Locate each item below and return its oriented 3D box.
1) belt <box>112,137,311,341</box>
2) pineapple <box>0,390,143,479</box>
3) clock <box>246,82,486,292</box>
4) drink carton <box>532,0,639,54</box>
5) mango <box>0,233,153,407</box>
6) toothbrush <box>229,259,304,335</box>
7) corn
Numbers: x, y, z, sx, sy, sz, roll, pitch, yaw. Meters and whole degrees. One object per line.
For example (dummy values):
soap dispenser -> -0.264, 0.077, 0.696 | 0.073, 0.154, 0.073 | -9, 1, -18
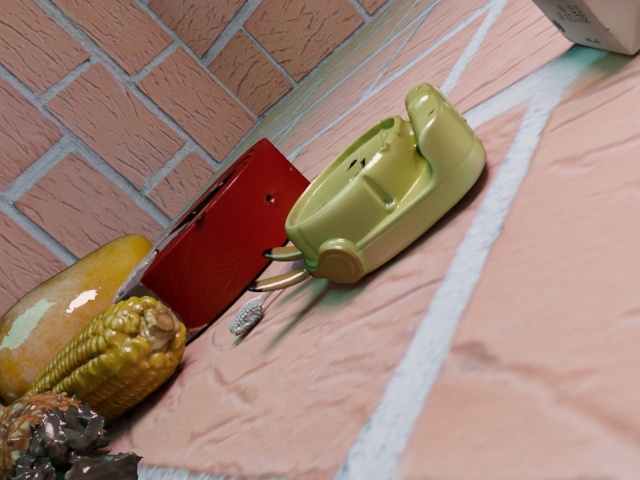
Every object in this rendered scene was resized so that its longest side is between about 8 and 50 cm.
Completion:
belt -> -0.149, 0.004, 0.864 | 0.323, 0.115, 0.227 | -50, 14, -14
pineapple -> -0.254, 0.215, 0.605 | 0.248, 0.128, 0.128 | -15, 34, 54
clock -> 0.032, -0.032, 0.544 | 0.232, 0.069, 0.170 | -42, 15, 18
drink carton -> 0.288, -0.276, 0.422 | 0.315, 0.106, 0.130 | -43, 13, 17
mango -> -0.420, 0.138, 1.089 | 0.221, 0.199, 0.384 | -29, 21, 53
toothbrush -> 0.000, 0.000, 0.644 | 0.269, 0.021, 0.027 | -47, 27, 0
corn -> -0.294, 0.185, 0.788 | 0.363, 0.120, 0.120 | -41, 15, 32
